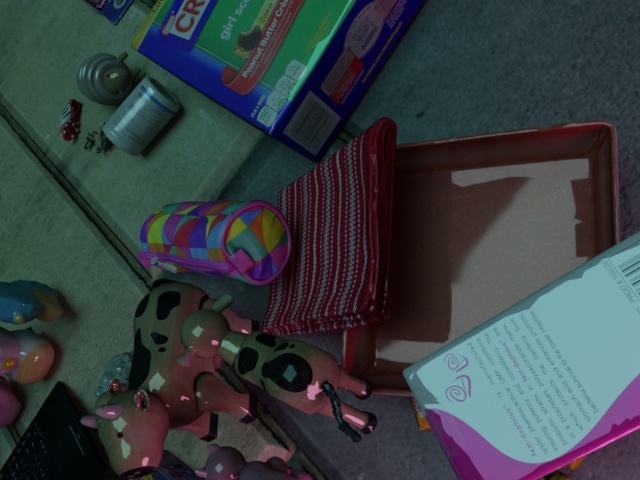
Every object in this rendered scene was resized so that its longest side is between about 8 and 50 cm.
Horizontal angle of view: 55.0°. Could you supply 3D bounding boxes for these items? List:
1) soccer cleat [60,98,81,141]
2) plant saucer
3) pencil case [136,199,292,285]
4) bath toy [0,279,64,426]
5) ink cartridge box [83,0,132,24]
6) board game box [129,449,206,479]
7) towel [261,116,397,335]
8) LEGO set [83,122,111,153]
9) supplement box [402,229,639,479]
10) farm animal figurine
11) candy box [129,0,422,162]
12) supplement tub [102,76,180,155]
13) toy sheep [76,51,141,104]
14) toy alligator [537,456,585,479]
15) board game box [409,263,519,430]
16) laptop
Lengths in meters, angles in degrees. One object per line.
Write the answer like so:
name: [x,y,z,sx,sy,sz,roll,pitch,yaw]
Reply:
soccer cleat: [-0.439,-0.208,1.071,0.036,0.029,0.083,-13,66,35]
plant saucer: [0.152,0.025,0.600,0.259,0.048,0.258,-3,74,28]
pencil case: [-0.137,0.002,0.760,0.236,0.105,0.104,-1,74,51]
bath toy: [-0.517,0.228,0.932,0.348,0.152,0.129,-61,19,4]
ink cartridge box: [-0.375,-0.534,1.118,0.223,0.045,0.224,-51,59,7]
board game box: [-0.181,0.359,0.740,0.194,0.060,0.194,39,96,33]
towel: [0.000,0.000,0.672,0.275,0.031,0.198,-24,58,61]
LEGO set: [-0.360,-0.168,1.021,0.083,0.023,0.054,19,83,45]
supplement box: [0.193,0.097,0.465,0.220,0.114,0.111,-34,64,15]
farm animal figurine: [-0.135,0.153,0.625,0.330,0.172,0.326,-44,36,14]
candy box: [-0.068,-0.297,0.831,0.317,0.122,0.268,36,95,33]
supplement tub: [-0.274,-0.191,0.946,0.107,0.071,0.071,-45,59,12]
toy sheep: [-0.352,-0.265,1.007,0.132,0.091,0.091,10,80,45]
toy alligator: [0.200,0.220,0.573,0.056,0.051,0.189,33,103,40]
board game box: [0.146,0.093,0.639,0.141,0.048,0.170,-27,64,22]
laptop: [-0.435,0.334,0.802,0.234,0.137,0.264,30,87,48]
